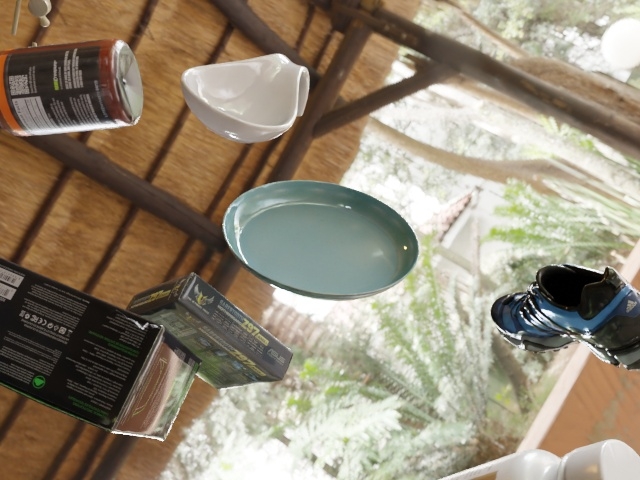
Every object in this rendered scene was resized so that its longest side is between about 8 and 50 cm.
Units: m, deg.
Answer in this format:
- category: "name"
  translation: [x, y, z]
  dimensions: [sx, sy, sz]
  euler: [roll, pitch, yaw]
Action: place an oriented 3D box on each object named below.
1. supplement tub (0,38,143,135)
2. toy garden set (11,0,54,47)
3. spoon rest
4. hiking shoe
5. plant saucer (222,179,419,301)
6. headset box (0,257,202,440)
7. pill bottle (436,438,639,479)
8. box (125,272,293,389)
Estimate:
- category: "supplement tub"
  translation: [-0.325, -0.182, 0.779]
  dimensions: [0.106, 0.197, 0.106]
  euler: [-4, -90, -87]
- category: "toy garden set"
  translation: [-0.475, -0.305, 0.930]
  dimensions: [0.049, 0.203, 0.245]
  euler: [-115, 29, -61]
- category: "spoon rest"
  translation: [-0.075, -0.186, 0.808]
  dimensions: [0.084, 0.137, 0.276]
  euler: [-63, -6, 23]
- category: "hiking shoe"
  translation: [0.331, 0.081, 0.889]
  dimensions: [0.113, 0.132, 0.304]
  euler: [-41, 12, -19]
- category: "plant saucer"
  translation: [0.000, 0.000, 1.042]
  dimensions: [0.317, 0.317, 0.044]
  euler: [-40, -31, -50]
- category: "headset box"
  translation: [-0.312, 0.153, 0.856]
  dimensions: [0.283, 0.246, 0.131]
  euler: [93, -160, -72]
- category: "pill bottle"
  translation: [0.182, 0.264, 0.582]
  dimensions: [0.229, 0.131, 0.131]
  euler: [-37, 0, 37]
- category: "box"
  translation: [-0.187, 0.158, 1.065]
  dimensions: [0.183, 0.232, 0.059]
  euler: [-20, 37, 44]
